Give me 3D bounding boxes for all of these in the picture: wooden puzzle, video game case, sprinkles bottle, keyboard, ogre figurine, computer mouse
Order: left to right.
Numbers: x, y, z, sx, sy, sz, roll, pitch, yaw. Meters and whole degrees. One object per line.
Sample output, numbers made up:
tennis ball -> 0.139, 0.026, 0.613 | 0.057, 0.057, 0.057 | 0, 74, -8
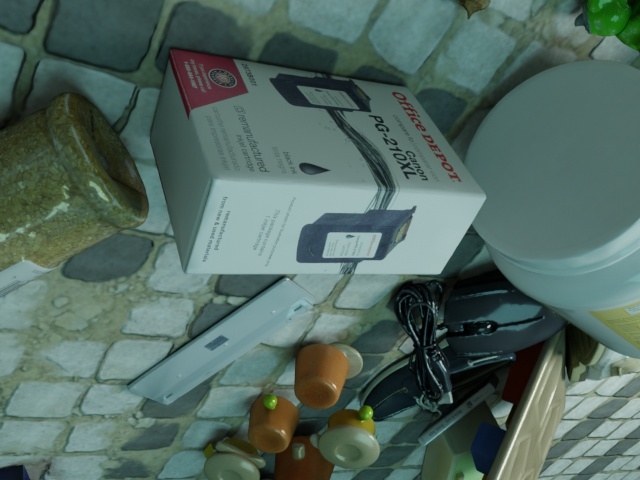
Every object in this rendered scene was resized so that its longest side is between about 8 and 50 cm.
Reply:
sprinkles bottle -> -0.320, 0.013, 0.553 | 0.355, 0.121, 0.121 | -27, 140, 3
keyboard -> -0.125, 0.130, 0.860 | 0.256, 0.014, 0.072 | -35, 133, 12
video game case -> 0.227, 0.271, 1.109 | 0.143, 0.019, 0.157 | -41, 165, 9
computer mouse -> 0.247, 0.109, 0.929 | 0.272, 0.072, 0.189 | -22, 114, -9
wooden puzzle -> 0.311, 0.309, 1.080 | 0.080, 0.348, 0.322 | 13, 148, 27
ogre figurine -> 0.329, -0.222, 0.628 | 0.197, 0.097, 0.118 | 3, 140, -20

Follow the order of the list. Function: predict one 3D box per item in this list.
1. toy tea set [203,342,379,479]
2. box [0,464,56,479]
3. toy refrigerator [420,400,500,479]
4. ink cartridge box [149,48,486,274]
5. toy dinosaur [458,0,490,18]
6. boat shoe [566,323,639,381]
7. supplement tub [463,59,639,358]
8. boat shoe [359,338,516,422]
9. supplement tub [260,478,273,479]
toy tea set -> -0.021, 0.268, 1.009 | 0.200, 0.124, 0.336 | 32, 123, -11
box -> -0.466, 0.366, 0.926 | 0.225, 0.037, 0.136 | -8, 138, -16
toy refrigerator -> 0.263, 0.415, 1.288 | 0.102, 0.094, 0.270 | -14, 139, -12
ink cartridge box -> -0.007, -0.062, 0.582 | 0.237, 0.172, 0.100 | 2, 133, -27
toy dinosaur -> 0.141, -0.261, 0.524 | 0.112, 0.064, 0.211 | -21, 139, -2
boat shoe -> 0.435, 0.143, 1.034 | 0.103, 0.113, 0.302 | -6, 159, 11
supplement tub -> 0.322, -0.019, 0.736 | 0.241, 0.241, 0.331 | -42, 137, 20
boat shoe -> 0.176, 0.215, 1.041 | 0.254, 0.079, 0.095 | -32, 143, 11
supplement tub -> -0.163, 0.538, 1.139 | 0.272, 0.191, 0.191 | -28, 140, 4
